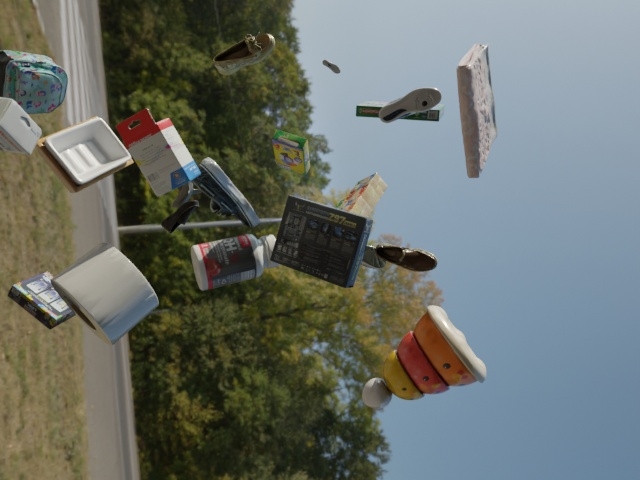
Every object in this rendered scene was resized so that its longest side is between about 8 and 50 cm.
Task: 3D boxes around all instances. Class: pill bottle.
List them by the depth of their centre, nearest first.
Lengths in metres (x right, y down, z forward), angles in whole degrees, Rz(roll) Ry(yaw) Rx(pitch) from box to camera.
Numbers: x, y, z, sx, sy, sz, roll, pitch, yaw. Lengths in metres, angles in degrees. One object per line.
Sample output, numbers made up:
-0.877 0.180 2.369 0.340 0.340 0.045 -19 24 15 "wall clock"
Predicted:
-0.325 0.073 1.938 0.176 0.318 0.176 167 -90 -70 "pill bottle"

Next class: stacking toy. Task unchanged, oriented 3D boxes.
0.374 0.521 1.996 0.351 0.480 0.350 51 9 -11 "stacking toy"

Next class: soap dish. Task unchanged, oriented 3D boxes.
-0.909 -0.328 1.937 0.118 0.291 0.229 -28 -77 41 "soap dish"

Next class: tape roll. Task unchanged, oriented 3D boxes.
-0.601 0.150 1.406 0.246 0.169 0.246 31 -34 24 "tape roll"

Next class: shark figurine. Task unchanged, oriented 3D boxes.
-0.664 -0.278 2.444 0.116 0.166 0.278 -113 -162 -54 "shark figurine"

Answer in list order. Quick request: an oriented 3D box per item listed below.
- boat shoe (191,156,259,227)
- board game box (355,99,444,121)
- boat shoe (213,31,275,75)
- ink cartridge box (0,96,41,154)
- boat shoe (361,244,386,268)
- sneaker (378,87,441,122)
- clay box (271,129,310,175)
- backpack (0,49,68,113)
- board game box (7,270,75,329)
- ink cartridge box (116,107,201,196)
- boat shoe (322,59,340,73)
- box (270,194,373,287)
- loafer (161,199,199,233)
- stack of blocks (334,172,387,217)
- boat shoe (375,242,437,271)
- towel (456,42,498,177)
-0.339 -0.144 1.753 0.121 0.119 0.335 40 -10 47 "boat shoe"
0.319 -0.513 1.979 0.213 0.317 0.046 -49 144 -62 "board game box"
-0.331 -0.821 2.190 0.105 0.285 0.089 60 3 16 "boat shoe"
-0.902 -0.318 1.361 0.153 0.208 0.087 82 17 -66 "ink cartridge box"
0.144 0.043 2.275 0.103 0.320 0.118 129 -16 -69 "boat shoe"
0.304 -0.474 1.730 0.121 0.216 0.079 -71 142 -69 "sneaker"
-0.110 -0.326 1.935 0.222 0.127 0.053 86 26 -65 "clay box"
-1.123 -0.611 1.963 0.191 0.253 0.225 35 -62 16 "backpack"
-0.847 0.183 1.561 0.048 0.170 0.141 -52 178 19 "board game box"
-0.471 -0.261 1.461 0.231 0.134 0.078 63 24 -16 "ink cartridge box"
0.056 -0.836 2.412 0.035 0.100 0.035 -60 178 26 "boat shoe"
0.000 0.000 1.290 0.232 0.059 0.184 18 -85 24 "box"
-0.672 -0.112 2.450 0.078 0.220 0.080 55 9 14 "loafer"
0.155 -0.153 2.205 0.087 0.297 0.171 48 -37 -18 "stack of blocks"
0.342 0.072 2.033 0.095 0.257 0.095 7 93 -72 "boat shoe"
0.480 -0.403 1.526 0.053 0.317 0.332 0 -58 29 "towel"
